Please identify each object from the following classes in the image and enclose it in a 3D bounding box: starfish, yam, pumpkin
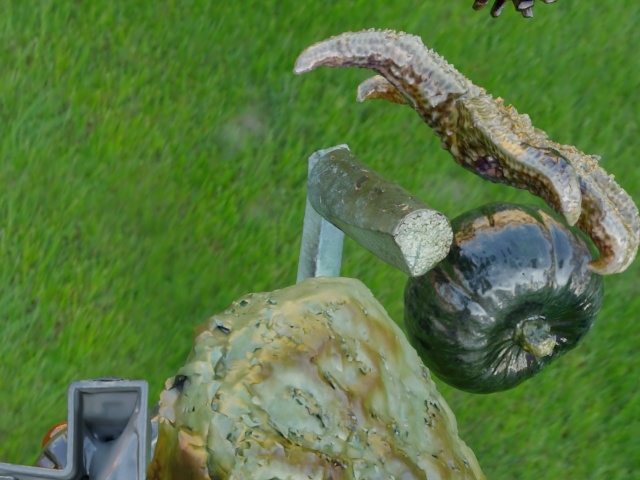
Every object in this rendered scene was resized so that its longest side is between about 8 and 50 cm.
[{"bbox_3d":[0.094,-0.064,0.911,0.216,0.238,0.071,34,90,-30],"label":"starfish"},{"bbox_3d":[0.049,-0.025,1.388,0.068,0.068,0.169,-12,28,-25],"label":"yam"},{"bbox_3d":[0.185,0.060,1.536,0.211,0.212,0.152,4,42,-18],"label":"pumpkin"}]

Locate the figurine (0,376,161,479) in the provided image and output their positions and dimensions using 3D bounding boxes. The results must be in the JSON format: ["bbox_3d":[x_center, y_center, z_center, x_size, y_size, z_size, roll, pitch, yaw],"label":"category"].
[{"bbox_3d":[-0.229,0.250,1.566,0.342,0.285,0.167,-22,76,1],"label":"figurine"}]

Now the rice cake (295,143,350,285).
[{"bbox_3d":[0.000,0.000,1.554,0.034,0.211,0.043,28,31,38],"label":"rice cake"}]

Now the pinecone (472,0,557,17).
[{"bbox_3d":[0.219,-0.350,1.740,0.207,0.208,0.208,7,65,-16],"label":"pinecone"}]

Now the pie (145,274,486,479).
[{"bbox_3d":[0.017,0.248,0.993,0.395,0.180,0.418,58,36,-30],"label":"pie"}]
